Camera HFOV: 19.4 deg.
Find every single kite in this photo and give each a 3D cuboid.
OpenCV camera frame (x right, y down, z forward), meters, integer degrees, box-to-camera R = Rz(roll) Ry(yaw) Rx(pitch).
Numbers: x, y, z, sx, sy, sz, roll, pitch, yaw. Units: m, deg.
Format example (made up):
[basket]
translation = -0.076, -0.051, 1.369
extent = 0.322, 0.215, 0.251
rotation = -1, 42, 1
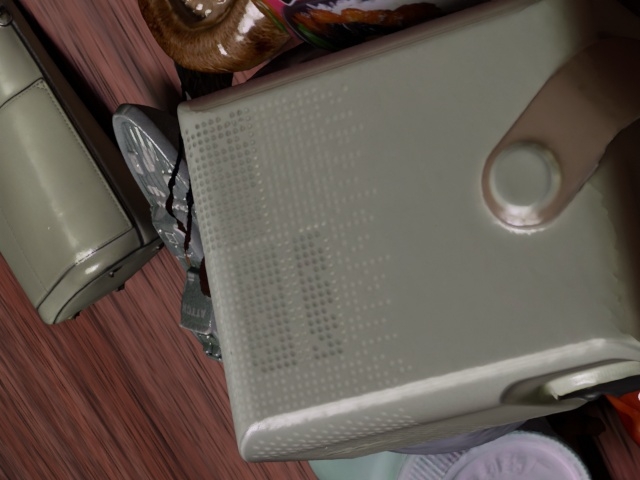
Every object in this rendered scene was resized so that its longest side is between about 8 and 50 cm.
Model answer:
[kite]
translation = -0.076, -0.085, 1.183
extent = 0.015, 0.245, 0.141
rotation = -9, 145, 13

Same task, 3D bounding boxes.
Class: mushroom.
[mushroom]
translation = -0.052, -0.171, 1.071
extent = 0.135, 0.080, 0.170
rotation = 58, 150, 2

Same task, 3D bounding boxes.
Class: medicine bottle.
[medicine bottle]
translation = 0.083, 0.150, 1.275
extent = 0.139, 0.139, 0.225
rotation = 58, 171, -21

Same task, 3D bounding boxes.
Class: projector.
[projector]
translation = 0.072, -0.005, 0.863
extent = 0.242, 0.163, 0.177
rotation = -17, 79, 22

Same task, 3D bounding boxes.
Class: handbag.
[handbag]
translation = -0.251, -0.095, 1.567
extent = 0.315, 0.109, 0.241
rotation = 59, 151, 4

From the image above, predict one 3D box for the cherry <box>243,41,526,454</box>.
[cherry]
translation = 0.046, 0.002, 1.100
extent = 0.255, 0.218, 0.296
rotation = 51, 177, 39

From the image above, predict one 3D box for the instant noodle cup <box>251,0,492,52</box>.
[instant noodle cup]
translation = 0.025, -0.202, 0.871
extent = 0.302, 0.258, 0.181
rotation = 64, -178, 36

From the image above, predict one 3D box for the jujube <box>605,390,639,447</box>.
[jujube]
translation = 0.232, 0.055, 0.985
extent = 0.250, 0.174, 0.174
rotation = 56, 151, -4

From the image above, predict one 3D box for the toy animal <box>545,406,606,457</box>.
[toy animal]
translation = 0.194, 0.221, 1.361
extent = 0.230, 0.066, 0.224
rotation = 55, 153, 1

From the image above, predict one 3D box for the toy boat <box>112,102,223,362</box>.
[toy boat]
translation = -0.093, 0.002, 1.439
extent = 0.078, 0.085, 0.260
rotation = 12, 137, 49
